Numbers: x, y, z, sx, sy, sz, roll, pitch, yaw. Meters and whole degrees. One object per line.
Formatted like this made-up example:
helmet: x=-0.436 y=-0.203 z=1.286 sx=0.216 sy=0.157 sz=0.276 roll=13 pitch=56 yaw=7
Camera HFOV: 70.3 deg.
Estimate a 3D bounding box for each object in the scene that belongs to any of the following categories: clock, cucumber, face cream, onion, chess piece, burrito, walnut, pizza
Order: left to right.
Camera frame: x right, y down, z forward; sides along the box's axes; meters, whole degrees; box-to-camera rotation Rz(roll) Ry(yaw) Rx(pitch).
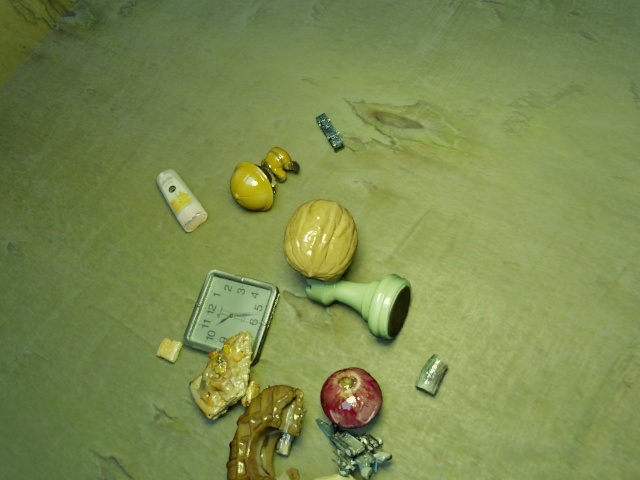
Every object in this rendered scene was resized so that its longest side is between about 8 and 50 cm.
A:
face cream: x=-0.533 y=-0.158 z=1.742 sx=0.107 sy=0.073 sz=0.269 roll=-41 pitch=65 yaw=4
pizza: x=-0.294 y=0.406 z=1.389 sx=0.297 sy=0.071 sz=0.189 roll=-48 pitch=51 yaw=13
clock: x=-0.294 y=0.252 z=1.520 sx=0.278 sy=0.049 sz=0.273 roll=12 pitch=72 yaw=19
burrito: x=-0.096 y=0.557 z=1.347 sx=0.055 sy=0.041 sz=0.149 roll=12 pitch=67 yaw=2
walnut: x=0.000 y=0.000 z=1.350 sx=0.224 sy=0.225 sz=0.261 roll=7 pitch=55 yaw=17
onion: x=0.086 y=0.445 z=1.286 sx=0.177 sy=0.153 sz=0.177 roll=10 pitch=39 yaw=-9
chess piece: x=0.107 y=0.166 z=1.392 sx=0.299 sy=0.194 sz=0.195 roll=16 pitch=73 yaw=29
cucumber: x=0.320 y=0.384 z=1.306 sx=0.064 sy=0.064 sz=0.112 roll=26 pitch=74 yaw=23

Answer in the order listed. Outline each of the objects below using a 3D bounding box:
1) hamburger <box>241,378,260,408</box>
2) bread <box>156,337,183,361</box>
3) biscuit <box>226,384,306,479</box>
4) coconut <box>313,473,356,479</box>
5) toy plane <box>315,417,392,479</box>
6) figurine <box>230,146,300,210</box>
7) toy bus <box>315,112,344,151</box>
hamburger: x=-0.215 y=0.472 z=1.394 sx=0.044 sy=0.076 sz=0.083 roll=-6 pitch=53 yaw=14
bread: x=-0.511 y=0.370 z=1.536 sx=0.083 sy=0.035 sz=0.070 roll=7 pitch=69 yaw=24
biscuit: x=-0.150 y=0.590 z=1.250 sx=0.268 sy=0.115 sz=0.366 roll=-30 pitch=43 yaw=31
coconut: x=0.051 y=0.701 z=1.186 sx=0.182 sy=0.171 sz=0.171 roll=-10 pitch=66 yaw=11
toy plane: x=0.072 y=0.563 z=1.273 sx=0.169 sy=0.078 sz=0.246 roll=-19 pitch=38 yaw=-40
figurine: x=-0.214 y=-0.229 z=1.639 sx=0.192 sy=0.167 sz=0.257 roll=27 pitch=74 yaw=37
toy bus: x=0.036 y=-0.404 z=1.702 sx=0.047 sy=0.065 sz=0.166 roll=-28 pitch=62 yaw=1
